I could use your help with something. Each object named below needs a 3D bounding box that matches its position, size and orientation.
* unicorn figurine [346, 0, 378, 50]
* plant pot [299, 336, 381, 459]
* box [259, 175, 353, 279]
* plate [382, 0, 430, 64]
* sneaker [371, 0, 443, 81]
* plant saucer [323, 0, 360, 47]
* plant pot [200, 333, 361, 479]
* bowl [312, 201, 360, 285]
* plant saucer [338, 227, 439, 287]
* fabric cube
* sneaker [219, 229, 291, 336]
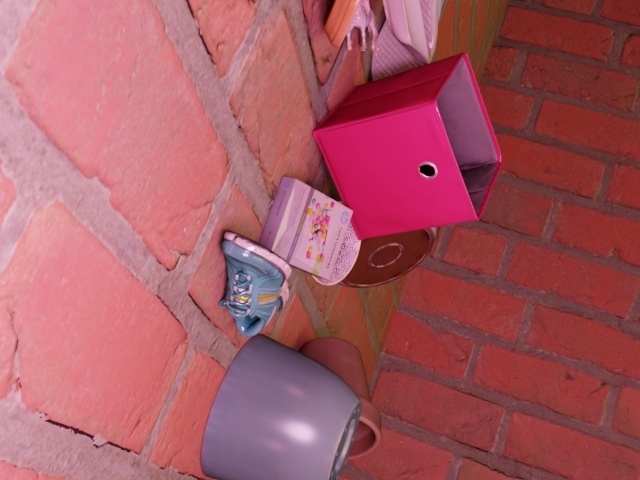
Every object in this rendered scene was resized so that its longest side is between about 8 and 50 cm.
[{"bbox_3d":[0.081,-0.418,1.503,0.162,0.060,0.111,-74,167,-75],"label":"unicorn figurine"},{"bbox_3d":[0.015,0.361,1.854,0.263,0.263,0.229,91,3,-49],"label":"plant pot"},{"bbox_3d":[-0.025,-0.019,1.453,0.186,0.038,0.145,27,80,-51],"label":"box"},{"bbox_3d":[0.151,-0.487,1.512,0.277,0.045,0.278,-13,91,-75],"label":"plate"},{"bbox_3d":[0.214,-0.488,1.747,0.150,0.135,0.366,-36,142,-64],"label":"sneaker"},{"bbox_3d":[0.049,-0.418,1.296,0.200,0.037,0.200,-161,-90,-83],"label":"plant saucer"},{"bbox_3d":[-0.058,0.355,1.520,0.293,0.235,0.293,17,90,-76],"label":"plant pot"},{"bbox_3d":[0.000,0.000,1.583,0.170,0.080,0.170,-17,113,-48],"label":"bowl"},{"bbox_3d":[0.144,0.020,1.828,0.311,0.310,0.050,86,-15,-55],"label":"plant saucer"},{"bbox_3d":[0.181,-0.184,1.558,0.254,0.258,0.259,66,33,-23],"label":"fabric cube"},{"bbox_3d":[-0.111,0.077,1.277,0.110,0.107,0.275,-56,160,-22],"label":"sneaker"}]
